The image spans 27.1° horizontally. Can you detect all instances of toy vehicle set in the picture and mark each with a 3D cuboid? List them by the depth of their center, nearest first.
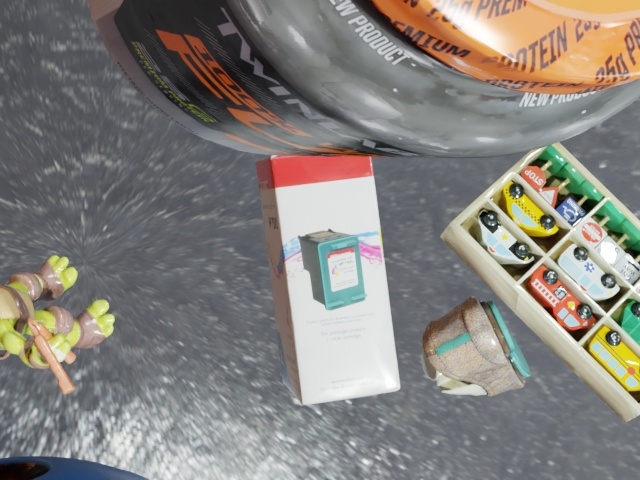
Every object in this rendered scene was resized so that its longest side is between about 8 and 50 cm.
[{"bbox_3d":[0.273,0.035,1.364,0.267,0.035,0.166,45,64,7],"label":"toy vehicle set"}]

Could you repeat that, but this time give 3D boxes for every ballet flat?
[{"bbox_3d":[0.169,0.127,1.514,0.106,0.316,0.108,-28,71,6],"label":"ballet flat"}]

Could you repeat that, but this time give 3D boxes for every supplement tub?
[{"bbox_3d":[0.026,-0.136,0.541,0.207,0.338,0.207,-1,94,-18],"label":"supplement tub"}]

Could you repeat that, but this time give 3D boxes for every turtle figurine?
[{"bbox_3d":[-0.296,0.076,1.291,0.269,0.217,0.087,33,103,22],"label":"turtle figurine"}]

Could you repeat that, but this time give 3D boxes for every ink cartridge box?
[{"bbox_3d":[0.000,0.000,1.023,0.078,0.134,0.231,-8,92,-8],"label":"ink cartridge box"}]

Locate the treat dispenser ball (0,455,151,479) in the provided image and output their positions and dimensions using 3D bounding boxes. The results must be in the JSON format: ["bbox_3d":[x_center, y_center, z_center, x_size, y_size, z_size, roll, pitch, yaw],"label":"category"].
[{"bbox_3d":[-0.155,0.261,0.712,0.288,0.288,0.288,0,89,-10],"label":"treat dispenser ball"}]
